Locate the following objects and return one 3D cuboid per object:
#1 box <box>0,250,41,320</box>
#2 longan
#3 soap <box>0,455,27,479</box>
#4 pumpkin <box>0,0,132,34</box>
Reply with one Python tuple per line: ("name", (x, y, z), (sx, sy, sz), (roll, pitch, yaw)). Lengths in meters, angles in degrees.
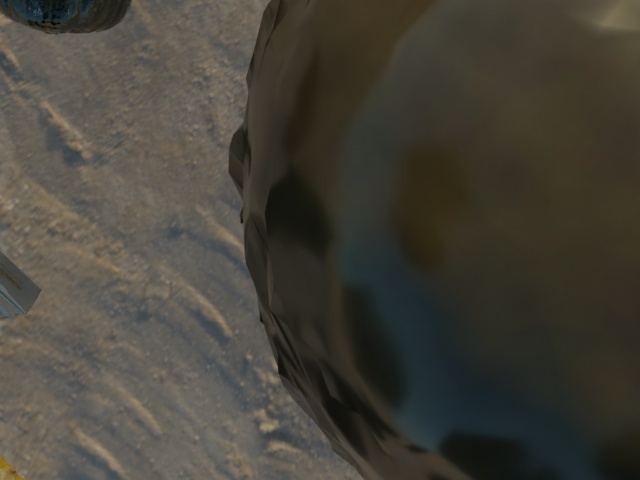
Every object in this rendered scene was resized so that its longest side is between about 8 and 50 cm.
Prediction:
("box", (-0.623, 0.080, 1.733), (0.233, 0.067, 0.149), (-13, 132, 33))
("longan", (0.147, -0.029, 0.527), (0.403, 0.404, 0.436), (14, 110, 2))
("soap", (-0.539, 0.357, 1.580), (0.169, 0.338, 0.305), (-11, 73, 46))
("pumpkin", (-0.376, -0.373, 1.423), (0.223, 0.224, 0.157), (13, 111, 2))
